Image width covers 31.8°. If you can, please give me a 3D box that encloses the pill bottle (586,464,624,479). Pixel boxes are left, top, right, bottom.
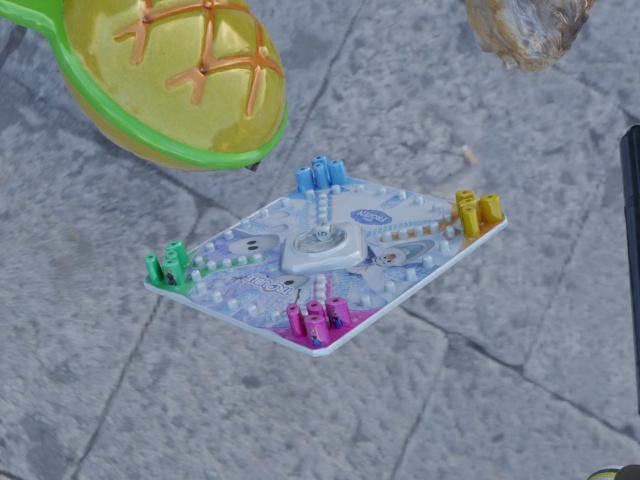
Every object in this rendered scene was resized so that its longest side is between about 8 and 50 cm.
[{"bbox_3d":[0.435,0.444,1.709,0.119,0.119,0.208,63,33,-7],"label":"pill bottle"}]

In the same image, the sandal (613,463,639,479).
[{"bbox_3d":[0.445,0.423,1.498,0.088,0.079,0.240,-13,50,14],"label":"sandal"}]

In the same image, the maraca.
[{"bbox_3d":[-0.097,-0.110,0.616,0.185,0.099,0.127,38,39,-5],"label":"maraca"}]

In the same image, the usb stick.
[{"bbox_3d":[0.290,0.031,0.975,0.045,0.077,0.278,-3,64,13],"label":"usb stick"}]

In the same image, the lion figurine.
[{"bbox_3d":[0.302,-0.356,1.210,0.392,0.142,0.240,-30,81,-10],"label":"lion figurine"}]

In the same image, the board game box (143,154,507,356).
[{"bbox_3d":[0.000,0.000,1.611,0.390,0.390,0.050,-32,123,-34],"label":"board game box"}]

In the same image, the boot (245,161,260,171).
[{"bbox_3d":[-0.102,-0.176,1.769,0.037,0.106,0.114,16,105,-40],"label":"boot"}]
